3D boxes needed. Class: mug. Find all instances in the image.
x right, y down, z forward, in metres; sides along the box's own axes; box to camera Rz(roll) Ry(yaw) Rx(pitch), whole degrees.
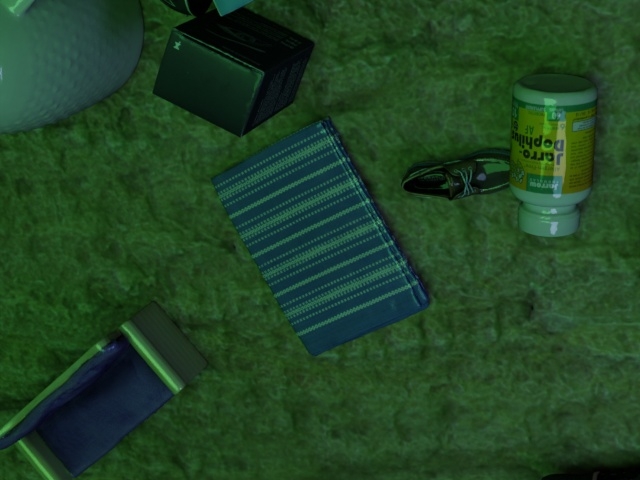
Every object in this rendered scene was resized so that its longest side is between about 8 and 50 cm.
[{"bbox_3d":[-0.430,-0.326,2.035,0.276,0.328,0.374,47,120,1],"label":"mug"}]

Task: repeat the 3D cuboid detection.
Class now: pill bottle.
[{"bbox_3d":[0.321,-0.117,1.916,0.117,0.117,0.208,8,113,20],"label":"pill bottle"}]

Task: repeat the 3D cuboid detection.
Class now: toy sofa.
[{"bbox_3d":[-0.378,0.277,2.331,0.362,0.177,0.150,-40,90,29],"label":"toy sofa"}]

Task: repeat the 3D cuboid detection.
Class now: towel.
[{"bbox_3d":[0.000,0.000,2.151,0.243,0.040,0.336,-26,96,30],"label":"towel"}]

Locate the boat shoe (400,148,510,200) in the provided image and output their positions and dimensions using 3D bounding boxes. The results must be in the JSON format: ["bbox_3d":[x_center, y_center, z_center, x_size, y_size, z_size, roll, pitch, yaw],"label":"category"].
[{"bbox_3d":[0.204,-0.086,2.006,0.183,0.066,0.066,-9,106,26],"label":"boat shoe"}]

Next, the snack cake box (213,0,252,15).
[{"bbox_3d":[-0.041,-0.398,1.878,0.152,0.264,0.089,-20,101,28],"label":"snack cake box"}]

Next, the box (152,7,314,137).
[{"bbox_3d":[-0.124,-0.251,2.002,0.153,0.207,0.108,28,118,11],"label":"box"}]

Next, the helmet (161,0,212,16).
[{"bbox_3d":[-0.181,-0.416,1.994,0.161,0.169,0.169,-22,100,19],"label":"helmet"}]

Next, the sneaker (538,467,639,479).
[{"bbox_3d":[0.475,0.351,2.043,0.295,0.104,0.147,11,112,13],"label":"sneaker"}]
